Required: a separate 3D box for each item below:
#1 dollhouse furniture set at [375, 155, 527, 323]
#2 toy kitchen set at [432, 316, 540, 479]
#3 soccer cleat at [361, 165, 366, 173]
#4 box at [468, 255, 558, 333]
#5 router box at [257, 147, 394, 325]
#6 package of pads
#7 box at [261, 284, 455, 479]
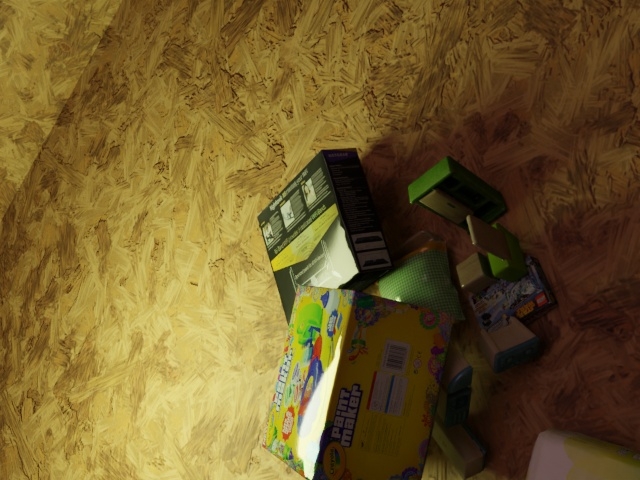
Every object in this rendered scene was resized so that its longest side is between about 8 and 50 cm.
[{"bbox_3d":[0.176,0.037,1.580,0.301,0.151,0.197,-38,42,32],"label":"dollhouse furniture set"},{"bbox_3d":[0.275,0.254,1.483,0.207,0.166,0.122,86,157,-43],"label":"toy kitchen set"},{"bbox_3d":[0.038,-0.053,1.818,0.083,0.095,0.247,-11,69,44],"label":"soccer cleat"},{"bbox_3d":[0.318,0.101,1.524,0.137,0.027,0.093,-39,50,31],"label":"box"},{"bbox_3d":[0.000,0.000,1.748,0.309,0.081,0.242,-40,62,55],"label":"router box"},{"bbox_3d":[0.368,0.418,1.215,0.229,0.101,0.296,13,86,34],"label":"package of pads"},{"bbox_3d":[0.053,0.234,1.484,0.279,0.177,0.289,175,108,-71],"label":"box"}]
